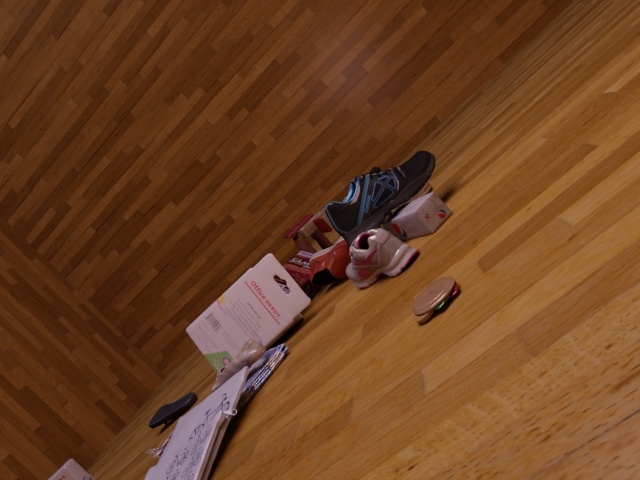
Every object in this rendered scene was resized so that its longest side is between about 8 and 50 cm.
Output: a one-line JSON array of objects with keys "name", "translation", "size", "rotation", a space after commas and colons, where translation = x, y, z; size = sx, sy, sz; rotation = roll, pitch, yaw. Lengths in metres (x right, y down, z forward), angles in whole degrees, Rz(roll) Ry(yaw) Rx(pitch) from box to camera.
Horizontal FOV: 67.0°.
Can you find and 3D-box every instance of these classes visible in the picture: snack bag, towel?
[{"name": "snack bag", "translation": [-0.295, 0.456, 1.071], "size": [0.323, 0.037, 0.342], "rotation": [-43, 14, 28]}, {"name": "towel", "translation": [-0.206, 0.387, 1.238], "size": [0.285, 0.034, 0.209], "rotation": [-47, 5, -34]}]

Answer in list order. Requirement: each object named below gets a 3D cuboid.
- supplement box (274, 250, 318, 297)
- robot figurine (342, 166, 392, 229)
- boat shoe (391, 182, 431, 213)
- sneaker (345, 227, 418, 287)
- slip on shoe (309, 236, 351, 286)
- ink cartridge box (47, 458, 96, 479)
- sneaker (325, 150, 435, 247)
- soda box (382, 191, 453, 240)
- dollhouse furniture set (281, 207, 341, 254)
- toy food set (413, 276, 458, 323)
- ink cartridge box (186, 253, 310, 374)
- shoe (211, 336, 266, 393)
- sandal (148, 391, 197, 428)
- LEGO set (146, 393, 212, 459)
[{"name": "supplement box", "translation": [-0.077, 0.130, 1.621], "size": [0.239, 0.130, 0.073], "rotation": [-41, -43, -47]}, {"name": "robot figurine", "translation": [0.169, -0.120, 1.630], "size": [0.173, 0.209, 0.278], "rotation": [-25, 15, 35]}, {"name": "boat shoe", "translation": [0.278, -0.137, 1.493], "size": [0.190, 0.072, 0.068], "rotation": [-47, 5, -36]}, {"name": "sneaker", "translation": [0.119, 0.030, 1.129], "size": [0.103, 0.111, 0.252], "rotation": [-46, 5, -28]}, {"name": "slip on shoe", "translation": [0.071, 0.061, 1.421], "size": [0.331, 0.123, 0.101], "rotation": [-30, 46, 51]}, {"name": "ink cartridge box", "translation": [-0.662, 0.710, 1.292], "size": [0.139, 0.190, 0.082], "rotation": [-45, 5, -14]}, {"name": "sneaker", "translation": [0.161, -0.137, 1.243], "size": [0.341, 0.139, 0.125], "rotation": [-44, 3, -17]}, {"name": "soda box", "translation": [0.231, -0.053, 1.186], "size": [0.074, 0.069, 0.216], "rotation": [-45, 4, -13]}, {"name": "dollhouse furniture set", "translation": [0.000, 0.000, 1.975], "size": [0.152, 0.201, 0.374], "rotation": [-45, 11, -15]}, {"name": "toy food set", "translation": [0.174, 0.086, 0.733], "size": [0.082, 0.020, 0.083], "rotation": [-41, 5, 26]}, {"name": "ink cartridge box", "translation": [-0.199, 0.225, 1.443], "size": [0.353, 0.207, 0.119], "rotation": [-42, -14, 7]}, {"name": "shoe", "translation": [-0.230, 0.340, 1.296], "size": [0.219, 0.058, 0.076], "rotation": [-46, 4, 21]}, {"name": "sandal", "translation": [-0.554, 0.652, 1.812], "size": [0.254, 0.054, 0.097], "rotation": [-31, 17, 27]}, {"name": "LEGO set", "translation": [-0.400, 0.538, 1.427], "size": [0.182, 0.060, 0.244], "rotation": [-46, 4, 18]}]
